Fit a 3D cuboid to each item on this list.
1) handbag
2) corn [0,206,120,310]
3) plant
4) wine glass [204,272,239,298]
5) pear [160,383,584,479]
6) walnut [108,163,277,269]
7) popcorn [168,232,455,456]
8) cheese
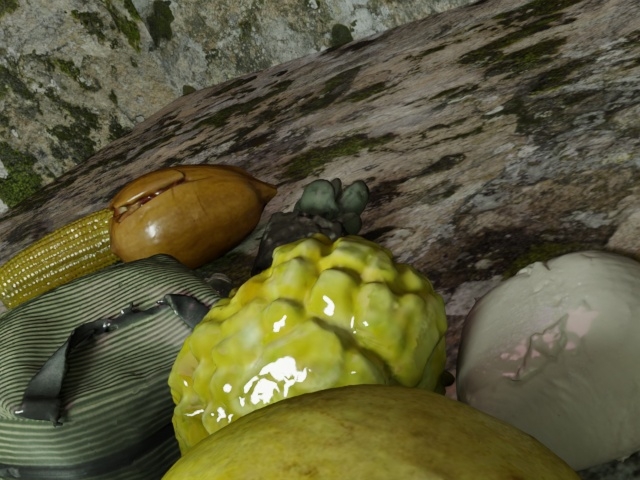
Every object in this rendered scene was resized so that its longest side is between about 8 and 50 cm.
[{"bbox_3d":[-0.222,0.174,0.862,0.341,0.247,0.240,-23,18,-28],"label":"handbag"},{"bbox_3d":[-0.575,0.039,1.743,0.345,0.131,0.131,-28,22,-1],"label":"corn"},{"bbox_3d":[0.002,0.001,1.162,0.147,0.149,0.274,-2,31,16],"label":"plant"},{"bbox_3d":[-0.181,0.119,1.191,0.072,0.072,0.155,-16,23,25],"label":"wine glass"},{"bbox_3d":[0.032,0.224,0.417,0.304,0.303,0.304,-23,22,10],"label":"pear"},{"bbox_3d":[-0.241,-0.051,1.488,0.337,0.208,0.209,-17,20,-12],"label":"walnut"},{"bbox_3d":[-0.006,0.126,0.695,0.258,0.270,0.224,4,15,15],"label":"popcorn"},{"bbox_3d":[0.218,0.101,0.664,0.189,0.154,0.198,-38,18,29],"label":"cheese"}]
